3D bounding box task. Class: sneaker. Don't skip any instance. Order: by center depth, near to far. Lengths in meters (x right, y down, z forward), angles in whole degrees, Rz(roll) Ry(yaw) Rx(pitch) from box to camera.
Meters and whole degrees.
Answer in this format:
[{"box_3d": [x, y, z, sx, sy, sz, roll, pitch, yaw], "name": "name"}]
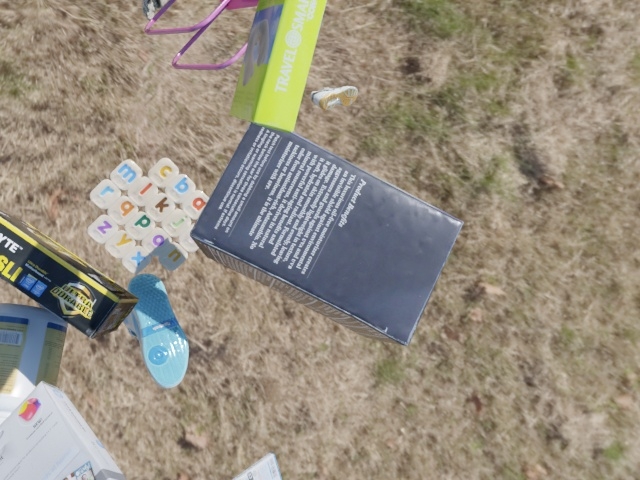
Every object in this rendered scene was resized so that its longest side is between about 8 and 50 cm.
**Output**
[{"box_3d": [0.020, -0.220, 1.037, 0.083, 0.037, 0.032, -19, 131, -42], "name": "sneaker"}, {"box_3d": [-0.459, 0.267, 1.913, 0.127, 0.208, 0.319, -9, 71, -26], "name": "sneaker"}]

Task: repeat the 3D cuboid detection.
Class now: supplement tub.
[{"box_3d": [-0.511, 0.214, 1.152, 0.144, 0.144, 0.200, 14, 71, -26], "name": "supplement tub"}]

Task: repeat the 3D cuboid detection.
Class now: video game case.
[{"box_3d": [-0.127, 0.450, 1.156, 0.166, 0.015, 0.119, -26, 108, -41], "name": "video game case"}]

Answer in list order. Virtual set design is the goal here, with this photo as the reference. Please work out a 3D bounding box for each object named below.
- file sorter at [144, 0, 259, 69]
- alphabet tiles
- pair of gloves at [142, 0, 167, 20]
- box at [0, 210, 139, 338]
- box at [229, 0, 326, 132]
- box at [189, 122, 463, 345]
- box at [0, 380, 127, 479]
[{"box_3d": [-0.207, -0.411, 0.996, 0.182, 0.202, 0.291, -53, 129, -18], "name": "file sorter"}, {"box_3d": [-0.426, -0.060, 1.727, 0.278, 0.021, 0.284, -43, 108, 6], "name": "alphabet tiles"}, {"box_3d": [-0.352, -0.586, 1.396, 0.042, 0.240, 0.204, 7, 76, 8], "name": "pair of gloves"}, {"box_3d": [-0.432, 0.052, 1.123, 0.257, 0.322, 0.079, 37, 80, -5], "name": "box"}, {"box_3d": [-0.034, -0.193, 0.636, 0.042, 0.109, 0.178, 13, 98, -21], "name": "box"}, {"box_3d": [0.000, 0.000, 0.966, 0.294, 0.296, 0.183, 28, 82, -2], "name": "box"}, {"box_3d": [-0.260, 0.246, 0.643, 0.145, 0.186, 0.038, -48, 146, -8], "name": "box"}]
